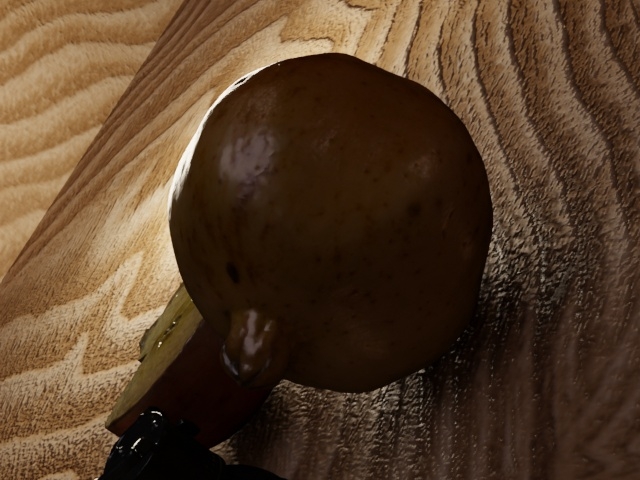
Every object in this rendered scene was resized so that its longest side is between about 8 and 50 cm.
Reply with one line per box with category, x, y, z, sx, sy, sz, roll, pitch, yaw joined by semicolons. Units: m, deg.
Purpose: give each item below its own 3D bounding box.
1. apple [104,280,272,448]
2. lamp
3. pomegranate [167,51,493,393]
apple;-0.133;0.156;1.609;0.251;0.163;0.293;-45;17;33
lamp;-0.152;0.270;1.415;0.147;0.227;0.172;-41;25;15
pomegranate;0.000;0.000;1.388;0.410;0.410;0.410;-37;27;23
